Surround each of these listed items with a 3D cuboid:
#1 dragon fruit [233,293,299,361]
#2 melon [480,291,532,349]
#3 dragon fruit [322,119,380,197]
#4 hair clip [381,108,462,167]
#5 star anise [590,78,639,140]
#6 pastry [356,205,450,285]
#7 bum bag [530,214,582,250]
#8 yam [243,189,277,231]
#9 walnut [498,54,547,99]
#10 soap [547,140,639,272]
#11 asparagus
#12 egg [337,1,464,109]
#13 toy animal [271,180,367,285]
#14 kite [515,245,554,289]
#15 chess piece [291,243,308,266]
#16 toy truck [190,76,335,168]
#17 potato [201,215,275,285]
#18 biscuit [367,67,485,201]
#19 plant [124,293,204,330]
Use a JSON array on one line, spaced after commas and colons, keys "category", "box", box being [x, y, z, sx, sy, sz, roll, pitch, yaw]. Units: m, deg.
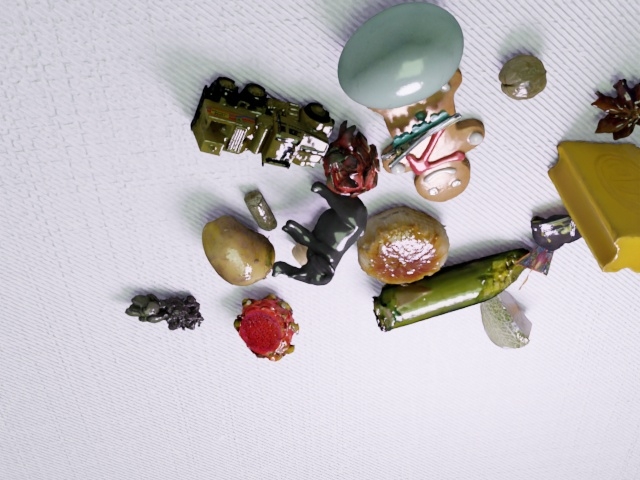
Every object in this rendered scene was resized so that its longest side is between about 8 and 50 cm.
[{"category": "dragon fruit", "box": [-0.115, 0.210, 2.118, 0.133, 0.150, 0.208, 9, 146, 22]}, {"category": "melon", "box": [0.455, 0.196, 2.213, 0.093, 0.139, 0.202, -30, 133, -12]}, {"category": "dragon fruit", "box": [0.061, -0.145, 1.793, 0.121, 0.130, 0.142, -54, 143, -11]}, {"category": "hair clip", "box": [0.186, -0.201, 1.757, 0.173, 0.049, 0.049, -34, 130, 19]}, {"category": "star anise", "box": [0.611, -0.261, 1.827, 0.168, 0.057, 0.168, -4, 134, -4]}, {"category": "pastry", "box": [0.174, 0.017, 1.996, 0.192, 0.093, 0.182, 18, 131, -26]}, {"category": "bum bag", "box": [0.574, -0.047, 2.027, 0.232, 0.060, 0.107, -20, 133, 10]}, {"category": "yam", "box": [-0.122, -0.060, 1.905, 0.043, 0.043, 0.094, -18, 136, 8]}, {"category": "walnut", "box": [0.377, -0.303, 1.730, 0.092, 0.092, 0.092, -5, 135, -5]}, {"category": "soap", "box": [0.596, -0.073, 1.827, 0.204, 0.324, 0.096, 0, 129, -12]}, {"category": "asparagus", "box": [0.302, 0.105, 2.087, 0.382, 0.128, 0.108, -16, 93, 4]}, {"category": "egg", "box": [0.137, -0.317, 1.610, 0.231, 0.168, 0.168, -24, 133, 17]}, {"category": "toy animal", "box": [-0.003, -0.006, 1.878, 0.146, 0.114, 0.245, 36, 112, -5]}, {"category": "kite", "box": [0.491, 0.048, 2.107, 0.190, 0.010, 0.159, 19, 107, -53]}, {"category": "chess piece", "box": [0.000, 0.000, 1.976, 0.066, 0.066, 0.122, 30, 117, -32]}, {"category": "toy truck", "box": [-0.103, -0.200, 1.717, 0.257, 0.127, 0.127, 10, 130, -23]}, {"category": "potato", "box": [-0.174, 0.024, 1.919, 0.176, 0.137, 0.137, 34, 120, -31]}, {"category": "biscuit", "box": [0.220, -0.194, 1.833, 0.216, 0.047, 0.340, -15, 134, 6]}, {"category": "plant", "box": [-0.342, 0.155, 2.055, 0.174, 0.087, 0.085, 9, 96, -14]}]
